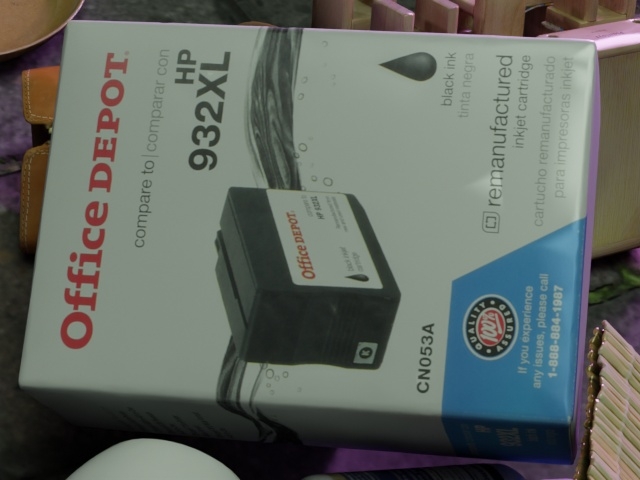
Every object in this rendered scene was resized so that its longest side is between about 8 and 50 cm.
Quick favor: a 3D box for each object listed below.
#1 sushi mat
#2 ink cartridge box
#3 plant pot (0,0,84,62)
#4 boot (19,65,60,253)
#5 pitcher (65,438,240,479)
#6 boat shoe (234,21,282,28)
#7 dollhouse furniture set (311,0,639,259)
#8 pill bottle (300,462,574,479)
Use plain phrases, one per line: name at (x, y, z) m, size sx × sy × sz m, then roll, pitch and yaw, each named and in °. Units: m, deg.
sushi mat at (0.245, 0.190, 1.088) m, size 0.316 × 0.019 × 0.151 m, roll 43°, pitch 36°, yaw -24°
ink cartridge box at (0.000, 0.000, 1.114) m, size 0.307 × 0.129 × 0.223 m, roll 3°, pitch 76°, yaw 10°
plant pot at (-0.288, -0.199, 1.414) m, size 0.236 × 0.032 × 0.236 m, roll 10°, pitch 43°, yaw -9°
boot at (-0.083, -0.007, 1.239) m, size 0.220 × 0.109 × 0.283 m, roll -4°, pitch 70°, yaw -5°
pitcher at (-0.131, 0.204, 1.002) m, size 0.178 × 0.125 × 0.207 m, roll 11°, pitch 52°, yaw 13°
boat shoe at (0.014, -0.065, 1.355) m, size 0.223 × 0.073 × 0.080 m, roll 37°, pitch 75°, yaw 13°
dollhouse furniture set at (0.139, -0.104, 1.426) m, size 0.212 × 0.161 × 0.242 m, roll -13°, pitch 29°, yaw -30°
pill bottle at (0.071, 0.176, 1.110) m, size 0.169 × 0.094 × 0.094 m, roll -1°, pitch 46°, yaw -21°
